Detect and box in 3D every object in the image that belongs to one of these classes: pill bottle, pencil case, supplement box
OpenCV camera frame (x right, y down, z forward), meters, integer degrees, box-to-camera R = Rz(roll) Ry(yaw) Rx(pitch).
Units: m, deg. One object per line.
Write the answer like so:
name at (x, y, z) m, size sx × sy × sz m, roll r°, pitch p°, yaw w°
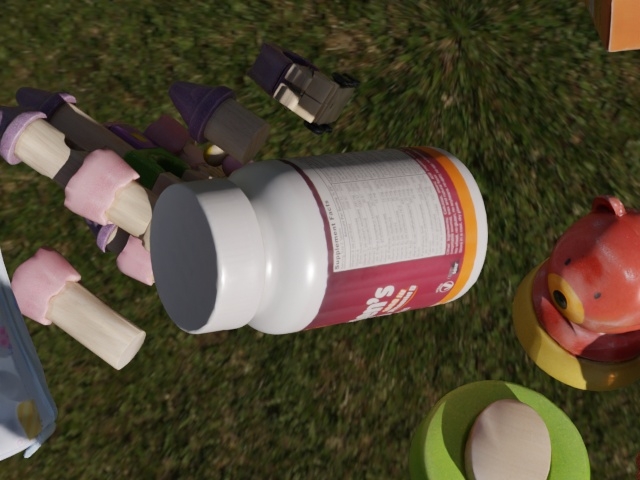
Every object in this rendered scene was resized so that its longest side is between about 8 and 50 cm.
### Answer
pill bottle at (0.000, 0.000, 0.850) m, size 0.221 × 0.121 × 0.121 m, roll -8°, pitch 102°, yaw -34°
pencil case at (-0.273, 0.027, 0.855) m, size 0.124 × 0.113 × 0.273 m, roll -13°, pitch 97°, yaw -6°
supplement box at (0.283, -0.267, 1.137) m, size 0.078 × 0.233 × 0.080 m, roll -6°, pitch 126°, yaw 2°

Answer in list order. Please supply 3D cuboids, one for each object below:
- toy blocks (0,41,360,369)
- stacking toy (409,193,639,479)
toy blocks at (-0.175, -0.089, 1.153) m, size 0.260 × 0.288 × 0.309 m, roll 35°, pitch 105°, yaw 11°
stacking toy at (0.231, 0.134, 0.846) m, size 0.309 × 0.130 × 0.279 m, roll 42°, pitch 59°, yaw 19°
